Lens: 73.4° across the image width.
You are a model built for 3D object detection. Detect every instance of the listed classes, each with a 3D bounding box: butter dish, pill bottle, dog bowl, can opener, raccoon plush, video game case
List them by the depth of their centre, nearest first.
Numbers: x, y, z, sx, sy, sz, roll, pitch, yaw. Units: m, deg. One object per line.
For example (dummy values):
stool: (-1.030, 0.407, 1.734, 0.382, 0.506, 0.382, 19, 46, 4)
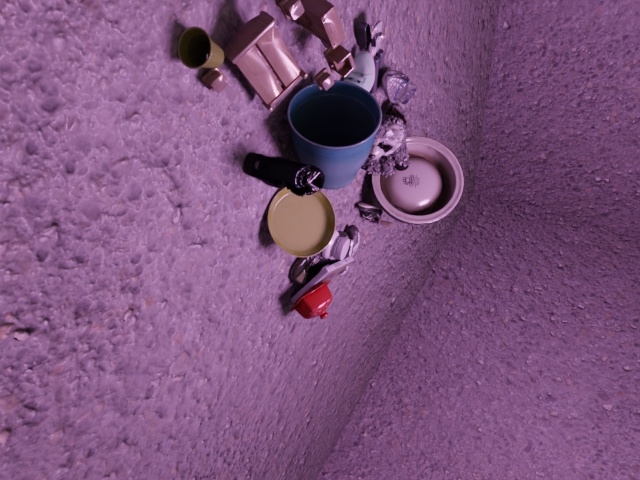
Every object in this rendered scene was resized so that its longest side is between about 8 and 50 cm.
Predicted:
pill bottle: (0.000, 0.000, 1.513, 0.108, 0.193, 0.108, -58, 160, -35)
can opener: (0.184, -0.657, 1.540, 0.074, 0.093, 0.280, -56, 159, -22)
butter dish: (-0.015, 0.245, 1.635, 0.159, 0.118, 0.160, -28, 166, -33)
raccoon plush: (0.232, -0.465, 1.649, 0.299, 0.215, 0.447, 74, 16, -57)
video game case: (0.009, 0.154, 1.706, 0.227, 0.026, 0.206, -45, 166, 31)
dog bowl: (0.423, -0.254, 1.937, 0.409, 0.407, 0.150, -64, 175, -10)

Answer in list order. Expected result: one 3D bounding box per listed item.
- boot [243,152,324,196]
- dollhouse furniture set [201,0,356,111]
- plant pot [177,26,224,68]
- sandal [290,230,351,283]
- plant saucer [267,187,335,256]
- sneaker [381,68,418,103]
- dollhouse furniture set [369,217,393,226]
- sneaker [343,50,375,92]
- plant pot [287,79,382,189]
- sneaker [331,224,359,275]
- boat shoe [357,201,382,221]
boot: (-0.075, -0.183, 1.250, 0.246, 0.207, 0.094, 5, 104, -62)
dollhouse furniture set: (-0.123, -0.474, 1.130, 0.355, 0.174, 0.303, -42, 151, 1)
plant pot: (-0.250, -0.405, 0.928, 0.079, 0.083, 0.084, -25, 131, -70)
sandal: (-0.005, 0.054, 1.685, 0.302, 0.086, 0.120, -32, 113, -25)
plant saucer: (-0.064, -0.065, 1.412, 0.240, 0.037, 0.241, 1, 87, -25)
sneaker: (0.286, -0.615, 1.690, 0.111, 0.129, 0.297, -50, 168, 20)
dollhouse furniture set: (0.317, -0.119, 2.114, 0.091, 0.114, 0.081, -7, 111, -57)
sneaker: (0.107, -0.522, 1.458, 0.151, 0.094, 0.256, -19, 127, -64)
plant pot: (0.040, -0.304, 1.339, 0.272, 0.271, 0.255, -55, 164, -26)
sneaker: (0.104, 0.043, 1.873, 0.106, 0.078, 0.235, 8, 103, -65)
boat shoe: (0.230, -0.129, 1.978, 0.233, 0.083, 0.079, 7, 102, -65)
